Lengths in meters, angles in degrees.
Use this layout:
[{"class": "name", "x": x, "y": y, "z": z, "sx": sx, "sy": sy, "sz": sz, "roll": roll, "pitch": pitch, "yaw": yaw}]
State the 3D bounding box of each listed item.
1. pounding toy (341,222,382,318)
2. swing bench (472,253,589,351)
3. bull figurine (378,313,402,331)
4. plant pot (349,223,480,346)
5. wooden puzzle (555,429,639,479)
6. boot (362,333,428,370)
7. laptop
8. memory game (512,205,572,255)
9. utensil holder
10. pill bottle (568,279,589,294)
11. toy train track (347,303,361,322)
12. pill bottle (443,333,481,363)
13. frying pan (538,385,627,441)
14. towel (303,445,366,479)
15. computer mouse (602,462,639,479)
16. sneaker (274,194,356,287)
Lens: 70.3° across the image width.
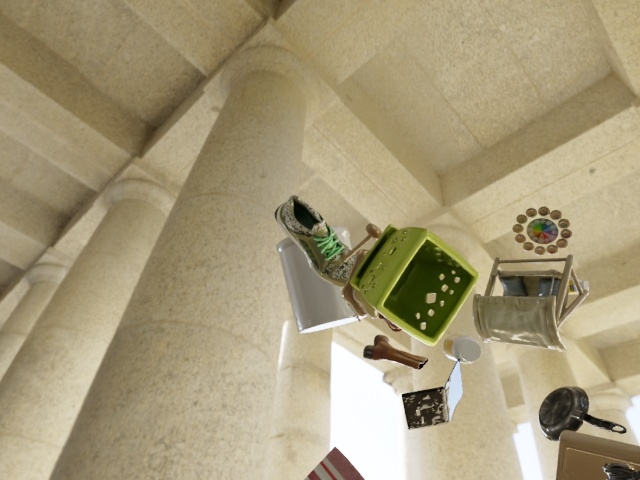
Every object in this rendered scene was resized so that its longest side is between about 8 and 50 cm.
[{"class": "pounding toy", "x": 0.157, "y": 0.098, "z": 1.365, "sx": 0.154, "sy": 0.269, "sz": 0.155, "roll": 29, "pitch": -18, "yaw": -22}, {"class": "swing bench", "x": 0.626, "y": 0.185, "z": 1.382, "sx": 0.253, "sy": 0.254, "sz": 0.165, "roll": -7, "pitch": -58, "yaw": 52}, {"class": "bull figurine", "x": 0.379, "y": 0.262, "z": 2.069, "sx": 0.188, "sy": 0.310, "sz": 0.101, "roll": 25, "pitch": -19, "yaw": 33}, {"class": "plant pot", "x": 0.224, "y": 0.097, "z": 1.168, "sx": 0.227, "sy": 0.207, "sz": 0.228, "roll": 36, "pitch": -92, "yaw": -26}, {"class": "wooden puzzle", "x": 0.753, "y": 0.628, "z": 1.211, "sx": 0.221, "sy": 0.044, "sz": 0.238, "roll": 4, "pitch": -71, "yaw": 26}, {"class": "boot", "x": 0.378, "y": 0.532, "z": 2.182, "sx": 0.280, "sy": 0.096, "sz": 0.264, "roll": 6, "pitch": -1, "yaw": 26}, {"class": "laptop", "x": 0.463, "y": 0.631, "z": 1.858, "sx": 0.264, "sy": 0.136, "sz": 0.234, "roll": -12, "pitch": -58, "yaw": 5}, {"class": "memory game", "x": 0.742, "y": -0.029, "z": 1.526, "sx": 0.186, "sy": 0.012, "sz": 0.186, "roll": 18, "pitch": -54, "yaw": 26}, {"class": "utensil holder", "x": 0.010, "y": 0.172, "z": 1.946, "sx": 0.328, "sy": 0.385, "sz": 0.327, "roll": -14, "pitch": -15, "yaw": -4}, {"class": "pill bottle", "x": 1.110, "y": 0.204, "z": 1.998, "sx": 0.065, "sy": 0.065, "sz": 0.116, "roll": 33, "pitch": -26, "yaw": -26}, {"class": "toy train track", "x": 0.114, "y": 0.252, "z": 1.572, "sx": 0.014, "sy": 0.083, "sz": 0.048, "roll": -27, "pitch": -38, "yaw": -11}, {"class": "pill bottle", "x": 0.606, "y": 0.461, "z": 1.935, "sx": 0.118, "sy": 0.117, "sz": 0.208, "roll": 6, "pitch": -9, "yaw": 0}, {"class": "frying pan", "x": 0.768, "y": 0.557, "z": 1.398, "sx": 0.053, "sy": 0.326, "sz": 0.197, "roll": 36, "pitch": -82, "yaw": 0}, {"class": "towel", "x": 0.022, "y": 0.998, "z": 1.741, "sx": 0.329, "sy": 0.237, "sz": 0.037, "roll": -43, "pitch": -41, "yaw": -12}, {"class": "computer mouse", "x": 0.717, "y": 0.489, "z": 0.917, "sx": 0.262, "sy": 0.060, "sz": 0.184, "roll": 7, "pitch": -20, "yaw": -19}, {"class": "sneaker", "x": 0.000, "y": 0.000, "z": 1.564, "sx": 0.410, "sy": 0.158, "sz": 0.182, "roll": 44, "pitch": -16, "yaw": 7}]
